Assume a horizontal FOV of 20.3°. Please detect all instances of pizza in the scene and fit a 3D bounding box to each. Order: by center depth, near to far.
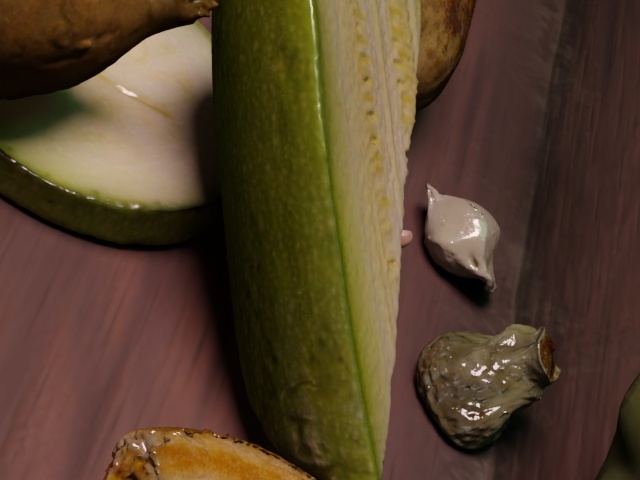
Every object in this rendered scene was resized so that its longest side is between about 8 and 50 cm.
[{"bbox_3d":[-0.043,0.198,0.890,0.188,0.062,0.199,33,45,-28],"label":"pizza"}]

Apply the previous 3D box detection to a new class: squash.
[{"bbox_3d":[0.000,-0.011,1.044,0.203,0.111,0.289,-11,93,-68],"label":"squash"},{"bbox_3d":[-0.143,-0.091,1.091,0.219,0.041,0.219,22,42,-21],"label":"squash"}]

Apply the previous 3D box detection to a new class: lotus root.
[{"bbox_3d":[0.047,-0.190,1.285,0.145,0.128,0.260,44,40,-25],"label":"lotus root"}]

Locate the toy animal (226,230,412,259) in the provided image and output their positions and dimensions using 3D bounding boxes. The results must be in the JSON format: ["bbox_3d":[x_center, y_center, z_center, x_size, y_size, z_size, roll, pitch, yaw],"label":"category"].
[{"bbox_3d":[0.000,0.000,1.096,0.114,0.082,0.091,-11,63,-47],"label":"toy animal"}]

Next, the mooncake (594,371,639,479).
[{"bbox_3d":[0.311,0.171,1.020,0.187,0.351,0.351,1,55,-38],"label":"mooncake"}]

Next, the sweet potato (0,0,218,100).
[{"bbox_3d":[-0.240,-0.153,0.947,0.369,0.158,0.158,22,42,-15],"label":"sweet potato"}]

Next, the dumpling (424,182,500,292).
[{"bbox_3d":[0.096,0.000,1.229,0.076,0.057,0.052,27,72,18],"label":"dumpling"}]

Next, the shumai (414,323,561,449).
[{"bbox_3d":[0.110,0.081,1.126,0.082,0.080,0.083,32,41,-15],"label":"shumai"}]
